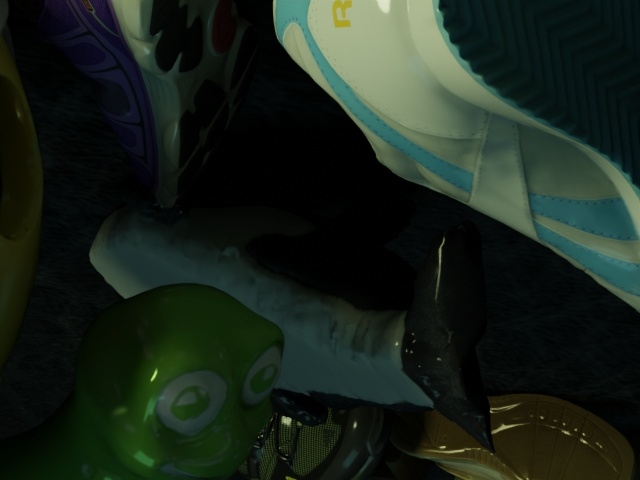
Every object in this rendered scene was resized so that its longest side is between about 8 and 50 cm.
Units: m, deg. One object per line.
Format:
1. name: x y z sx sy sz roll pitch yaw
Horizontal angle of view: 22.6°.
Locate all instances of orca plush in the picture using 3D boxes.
1. orca plush: 0.000 0.000 0.700 0.151 0.102 0.287 49 160 -14

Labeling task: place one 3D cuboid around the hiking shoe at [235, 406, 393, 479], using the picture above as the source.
1. hiking shoe: -0.054 0.121 1.070 0.114 0.086 0.227 24 159 -39

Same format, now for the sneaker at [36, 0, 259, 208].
1. sneaker: -0.067 -0.075 0.587 0.071 0.068 0.170 24 155 15

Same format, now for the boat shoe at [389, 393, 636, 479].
1. boat shoe: 0.128 0.131 1.030 0.170 0.063 0.059 12 166 33

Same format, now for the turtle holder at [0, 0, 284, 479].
1. turtle holder: -0.193 0.004 0.535 0.320 0.227 0.243 43 -155 15

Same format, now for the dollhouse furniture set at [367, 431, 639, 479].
1. dollhouse furniture set: 0.113 0.255 1.092 0.212 0.242 0.161 2 146 26

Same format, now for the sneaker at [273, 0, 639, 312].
1. sneaker: 0.081 -0.039 0.548 0.092 0.087 0.228 3 153 46
